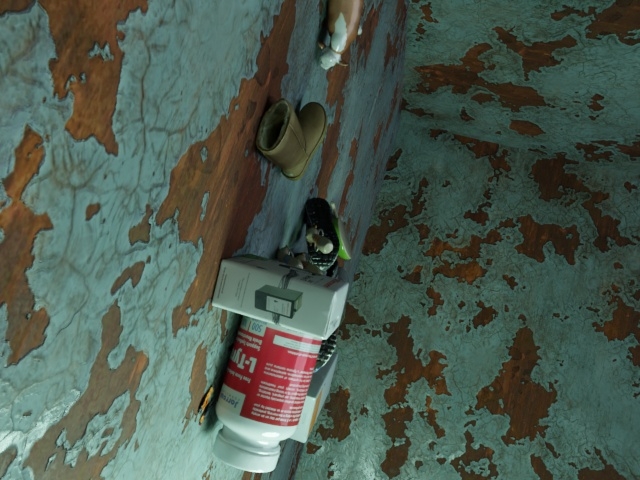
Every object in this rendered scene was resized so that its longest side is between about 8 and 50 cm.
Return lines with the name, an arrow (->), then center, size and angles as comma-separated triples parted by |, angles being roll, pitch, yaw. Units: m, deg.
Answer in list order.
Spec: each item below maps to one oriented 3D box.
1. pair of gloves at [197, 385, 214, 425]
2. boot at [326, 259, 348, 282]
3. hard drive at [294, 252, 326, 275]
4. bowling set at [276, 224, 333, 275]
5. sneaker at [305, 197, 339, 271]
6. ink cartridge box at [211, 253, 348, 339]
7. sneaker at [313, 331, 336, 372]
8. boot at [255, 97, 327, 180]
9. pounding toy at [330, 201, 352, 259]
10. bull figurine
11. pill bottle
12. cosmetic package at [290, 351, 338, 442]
pair of gloves -> -0.285, 0.416, 1.339 | 0.074, 0.010, 0.083 | -63, 165, -48
boot -> 0.064, 0.172, 2.528 | 0.338, 0.118, 0.223 | -67, 162, -54
hard drive -> -0.058, 0.143, 1.887 | 0.172, 0.054, 0.255 | -68, 157, -11
bowling set -> -0.095, 0.090, 1.622 | 0.154, 0.199, 0.287 | 38, -62, 53
sneaker -> 0.000, 0.000, 1.806 | 0.124, 0.107, 0.284 | 103, -13, -52
ink cartridge box -> -0.085, 0.124, 1.257 | 0.198, 0.272, 0.115 | -11, 116, -78
sneaker -> -0.031, 0.311, 1.752 | 0.330, 0.129, 0.147 | -86, -162, -55
boot -> -0.062, -0.282, 1.324 | 0.269, 0.089, 0.236 | 47, 58, -76
pounding toy -> 0.050, -0.020, 2.284 | 0.183, 0.110, 0.237 | 48, 28, -65
bull figurine -> 0.066, -0.631, 1.469 | 0.188, 0.101, 0.311 | -66, 169, -55
pill bottle -> -0.145, 0.379, 1.425 | 0.229, 0.228, 0.408 | 47, 59, -77
cosmetic package -> -0.061, 0.685, 2.449 | 0.453, 0.161, 0.230 | -44, 148, -71
